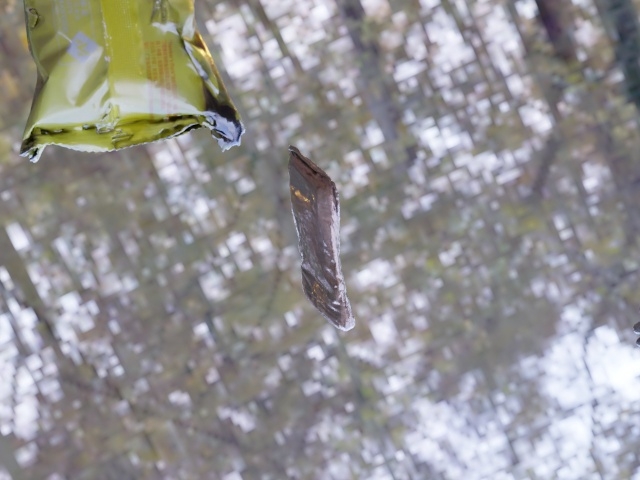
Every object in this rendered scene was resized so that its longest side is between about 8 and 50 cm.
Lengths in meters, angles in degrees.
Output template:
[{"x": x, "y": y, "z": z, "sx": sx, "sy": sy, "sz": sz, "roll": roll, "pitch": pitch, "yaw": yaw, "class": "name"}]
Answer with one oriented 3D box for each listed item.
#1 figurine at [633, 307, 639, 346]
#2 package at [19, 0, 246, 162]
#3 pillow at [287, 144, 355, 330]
[{"x": 0.440, "y": 0.184, "z": 1.572, "sx": 0.268, "sy": 0.401, "sz": 0.387, "roll": -10, "pitch": -147, "yaw": -10, "class": "figurine"}, {"x": -0.149, "y": -0.168, "z": 1.261, "sx": 0.168, "sy": 0.226, "sz": 0.090, "roll": -7, "pitch": -179, "yaw": -8, "class": "package"}, {"x": -0.001, "y": -0.001, "z": 2.018, "sx": 0.034, "sy": 0.211, "sz": 0.135, "roll": -19, "pitch": -149, "yaw": -20, "class": "pillow"}]
